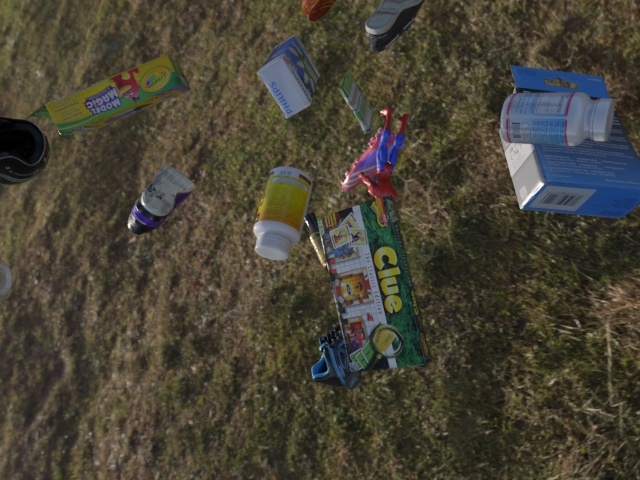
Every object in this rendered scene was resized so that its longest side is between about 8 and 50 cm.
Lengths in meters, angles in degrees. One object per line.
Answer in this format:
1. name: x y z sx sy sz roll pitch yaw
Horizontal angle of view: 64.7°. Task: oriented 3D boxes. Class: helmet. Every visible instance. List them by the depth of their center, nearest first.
1. helmet: -0.753 -0.215 1.227 0.169 0.161 0.170 3 97 26

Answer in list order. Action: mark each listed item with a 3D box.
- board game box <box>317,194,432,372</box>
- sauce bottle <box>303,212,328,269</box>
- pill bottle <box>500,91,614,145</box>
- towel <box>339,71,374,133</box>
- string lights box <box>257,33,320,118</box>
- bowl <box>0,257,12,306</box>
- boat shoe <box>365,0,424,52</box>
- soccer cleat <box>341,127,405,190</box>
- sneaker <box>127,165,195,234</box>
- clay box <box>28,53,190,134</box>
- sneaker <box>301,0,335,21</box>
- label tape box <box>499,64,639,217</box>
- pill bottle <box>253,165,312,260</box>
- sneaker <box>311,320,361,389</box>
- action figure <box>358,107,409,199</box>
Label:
1. board game box: 0.081 0.072 0.798 0.136 0.030 0.260 -17 83 31
2. sauce bottle: 0.000 0.000 1.051 0.042 0.042 0.128 -44 60 29
3. pill bottle: 0.391 -0.202 0.839 0.160 0.087 0.087 12 90 36
4. towel: 0.101 -0.383 1.412 0.023 0.152 0.113 -23 31 27
5. string lights box: -0.076 -0.432 1.314 0.076 0.133 0.260 -24 28 20
6. bowl: -0.658 0.077 0.977 0.080 0.170 0.170 -10 71 4
7. boat shoe: 0.162 -0.477 1.086 0.075 0.065 0.206 25 58 27
8. soccer cleat: 0.149 -0.221 1.492 0.095 0.083 0.248 36 129 -3
9. sneaker: -0.451 -0.104 1.391 0.146 0.102 0.293 -47 12 21
10. clay box: -0.321 -0.219 0.790 0.127 0.221 0.053 -119 5 -75
11. sneaker: -0.001 -0.336 0.647 0.064 0.067 0.175 -38 24 40
12. label tape box: 0.536 -0.220 1.110 0.106 0.240 0.334 108 164 -57
13. pill bottle: -0.095 -0.065 1.239 0.117 0.117 0.215 -12 57 43
14. sneaker: 0.074 0.290 1.446 0.125 0.139 0.341 -111 33 -63
15. action figure: 0.161 -0.199 1.367 0.139 0.091 0.281 166 115 -67
